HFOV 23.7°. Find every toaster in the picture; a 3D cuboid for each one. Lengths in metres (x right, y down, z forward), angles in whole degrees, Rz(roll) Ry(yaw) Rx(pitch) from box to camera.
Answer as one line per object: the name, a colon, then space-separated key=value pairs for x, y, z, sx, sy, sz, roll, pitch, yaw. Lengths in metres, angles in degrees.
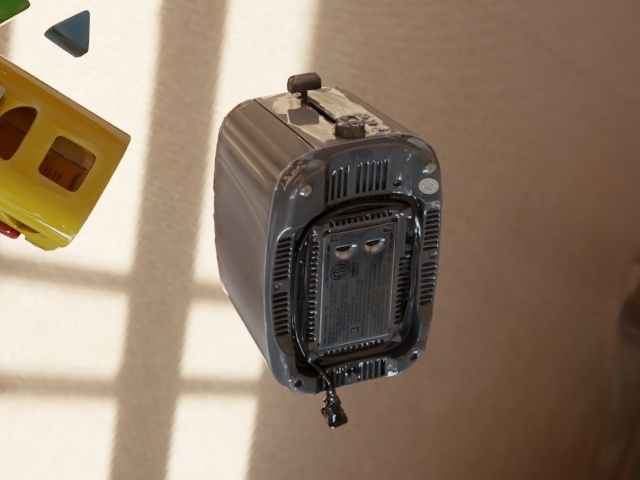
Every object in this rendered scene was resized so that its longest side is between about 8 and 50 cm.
toaster: x=0.000 y=0.000 z=1.066 sx=0.129 sy=0.146 sz=0.227 roll=-12 pitch=123 yaw=-20

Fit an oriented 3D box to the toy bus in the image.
toy bus: x=-0.226 y=-0.078 z=1.003 sx=0.202 sy=0.104 sz=0.191 roll=-17 pitch=93 yaw=-22
